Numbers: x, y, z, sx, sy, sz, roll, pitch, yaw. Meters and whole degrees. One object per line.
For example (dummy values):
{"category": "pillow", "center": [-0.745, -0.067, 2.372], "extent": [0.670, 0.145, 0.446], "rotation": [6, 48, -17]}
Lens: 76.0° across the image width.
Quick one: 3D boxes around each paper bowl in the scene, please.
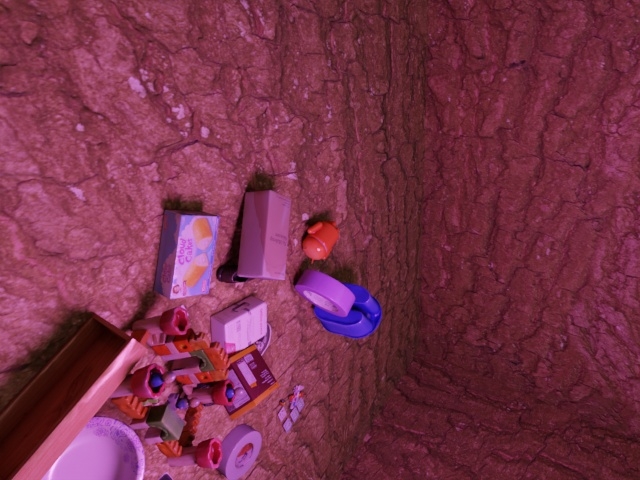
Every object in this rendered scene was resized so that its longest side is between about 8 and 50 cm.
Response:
{"category": "paper bowl", "center": [-0.638, 0.638, 1.119], "extent": [0.284, 0.284, 0.148], "rotation": [-42, 180, -39]}

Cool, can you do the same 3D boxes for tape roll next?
{"category": "tape roll", "center": [-0.361, 0.938, 1.821], "extent": [0.219, 0.072, 0.220], "rotation": [-31, 130, -47]}
{"category": "tape roll", "center": [0.021, 0.245, 1.896], "extent": [0.090, 0.274, 0.275], "rotation": [-59, 145, -21]}

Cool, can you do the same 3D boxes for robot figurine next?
{"category": "robot figurine", "center": [-0.001, -0.002, 1.893], "extent": [0.219, 0.128, 0.158], "rotation": [-52, 169, -32]}

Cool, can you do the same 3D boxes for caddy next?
{"category": "caddy", "center": [0.136, 0.352, 2.062], "extent": [0.179, 0.340, 0.242], "rotation": [56, 51, -47]}

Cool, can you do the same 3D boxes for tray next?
{"category": "tray", "center": [-0.646, 0.395, 1.019], "extent": [0.411, 0.202, 0.076], "rotation": [-54, 141, -27]}

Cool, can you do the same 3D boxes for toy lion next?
{"category": "toy lion", "center": [-0.560, 0.495, 1.318], "extent": [0.100, 0.095, 0.034], "rotation": [-103, -163, -70]}

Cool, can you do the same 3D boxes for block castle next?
{"category": "block castle", "center": [-0.412, 0.452, 1.255], "extent": [0.303, 0.212, 0.454], "rotation": [-87, 161, -55]}

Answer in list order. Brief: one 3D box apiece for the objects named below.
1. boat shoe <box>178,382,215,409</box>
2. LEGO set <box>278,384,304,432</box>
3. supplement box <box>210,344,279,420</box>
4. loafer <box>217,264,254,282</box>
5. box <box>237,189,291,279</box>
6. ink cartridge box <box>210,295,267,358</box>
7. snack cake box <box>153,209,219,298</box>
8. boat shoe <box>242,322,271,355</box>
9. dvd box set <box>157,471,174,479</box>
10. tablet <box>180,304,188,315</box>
{"category": "boat shoe", "center": [-0.406, 0.580, 1.571], "extent": [0.285, 0.092, 0.103], "rotation": [6, 100, -57]}
{"category": "LEGO set", "center": [-0.141, 0.875, 2.143], "extent": [0.182, 0.060, 0.245], "rotation": [-50, 141, -38]}
{"category": "supplement box", "center": [-0.292, 0.536, 1.566], "extent": [0.129, 0.194, 0.191], "rotation": [-37, 170, 18]}
{"category": "loafer", "center": [-0.288, 0.130, 1.559], "extent": [0.220, 0.078, 0.080], "rotation": [-12, 114, -54]}
{"category": "box", "center": [-0.205, -0.015, 1.509], "extent": [0.148, 0.121, 0.312], "rotation": [17, 74, -59]}
{"category": "ink cartridge box", "center": [-0.314, 0.334, 1.601], "extent": [0.217, 0.092, 0.159], "rotation": [-23, 123, -49]}
{"category": "snack cake box", "center": [-0.424, 0.041, 1.304], "extent": [0.152, 0.089, 0.265], "rotation": [-3, 106, -57]}
{"category": "boat shoe", "center": [-0.277, 0.450, 1.718], "extent": [0.068, 0.081, 0.228], "rotation": [30, 81, -61]}
{"category": "dvd box set", "center": [-0.596, 0.869, 1.228], "extent": [0.307, 0.062, 0.420], "rotation": [-38, 169, -43]}
{"category": "tablet", "center": [-0.487, 0.263, 1.386], "extent": [0.083, 0.006, 0.054], "rotation": [-47, 139, -36]}
